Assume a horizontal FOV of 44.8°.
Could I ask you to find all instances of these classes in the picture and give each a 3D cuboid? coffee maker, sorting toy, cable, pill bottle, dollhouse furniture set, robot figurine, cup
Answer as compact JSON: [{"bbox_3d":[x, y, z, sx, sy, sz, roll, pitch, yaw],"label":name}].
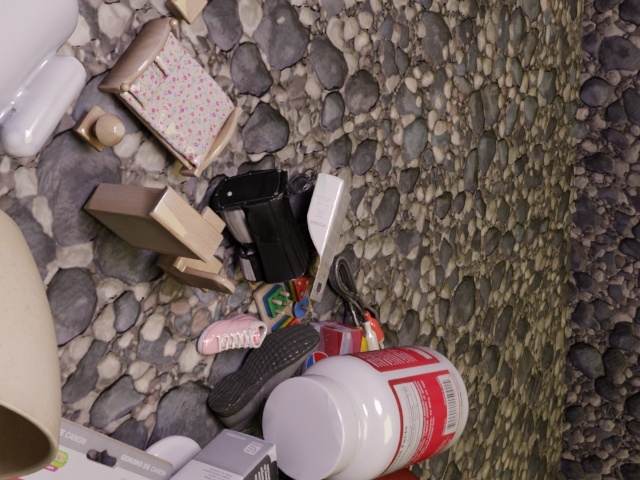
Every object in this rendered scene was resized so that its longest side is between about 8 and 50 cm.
[{"bbox_3d":[-0.078,-0.019,1.309,0.120,0.171,0.178,-58,143,-38],"label":"coffee maker"},{"bbox_3d":[-0.060,0.113,1.486,0.132,0.046,0.275,-43,133,-39],"label":"sorting toy"},{"bbox_3d":[0.089,0.144,1.683,0.139,0.072,0.287,-46,135,-45],"label":"cable"},{"bbox_3d":[0.089,0.321,1.442,0.407,0.229,0.229,4,97,-53],"label":"pill bottle"},{"bbox_3d":[-0.154,-0.144,1.126,0.303,0.173,0.356,48,62,-41],"label":"dollhouse furniture set"},{"bbox_3d":[-0.388,-0.213,0.785,0.300,0.199,0.354,36,65,-10],"label":"robot figurine"},{"bbox_3d":[-0.415,0.082,0.788,0.331,0.330,0.237,49,34,-49],"label":"cup"}]

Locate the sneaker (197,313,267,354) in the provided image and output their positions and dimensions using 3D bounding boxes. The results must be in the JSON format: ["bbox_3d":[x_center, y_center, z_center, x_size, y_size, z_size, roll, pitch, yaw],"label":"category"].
[{"bbox_3d":[-0.148,0.168,1.359,0.134,0.070,0.051,-22,120,-48],"label":"sneaker"}]

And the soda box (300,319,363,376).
[{"bbox_3d":[0.014,0.304,1.609,0.083,0.092,0.264,2,99,-56],"label":"soda box"}]

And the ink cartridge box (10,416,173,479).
[{"bbox_3d":[-0.381,0.376,1.046,0.309,0.130,0.272,48,60,-50],"label":"ink cartridge box"}]

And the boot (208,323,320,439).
[{"bbox_3d":[-0.090,0.275,1.450,0.246,0.083,0.161,-38,136,-16],"label":"boot"}]

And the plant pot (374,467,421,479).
[{"bbox_3d":[0.087,0.572,1.617,0.267,0.267,0.235,-53,172,19],"label":"plant pot"}]

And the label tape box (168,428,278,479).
[{"bbox_3d":[-0.190,0.484,1.150,0.347,0.115,0.249,-37,130,-54],"label":"label tape box"}]

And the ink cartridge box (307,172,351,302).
[{"bbox_3d":[0.000,0.000,1.469,0.181,0.056,0.225,47,61,-80],"label":"ink cartridge box"}]

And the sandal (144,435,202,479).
[{"bbox_3d":[-0.287,0.522,1.255,0.169,0.102,0.417,14,82,-39],"label":"sandal"}]
